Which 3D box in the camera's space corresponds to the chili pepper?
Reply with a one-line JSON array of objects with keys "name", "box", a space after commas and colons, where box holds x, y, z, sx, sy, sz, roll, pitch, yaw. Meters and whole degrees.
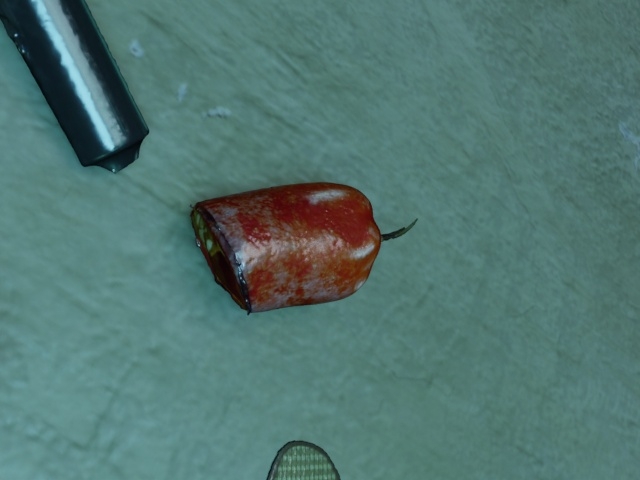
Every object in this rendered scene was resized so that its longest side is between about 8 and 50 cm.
[{"name": "chili pepper", "box": [0.000, 0.000, 0.627, 0.192, 0.084, 0.086, -10, 99, -35]}]

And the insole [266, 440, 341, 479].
[{"name": "insole", "box": [-0.008, 0.265, 0.584, 0.086, 0.005, 0.253, 13, 68, -34]}]

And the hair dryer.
[{"name": "hair dryer", "box": [-0.220, -0.158, 0.504, 0.244, 0.116, 0.302, -37, 106, -36]}]
